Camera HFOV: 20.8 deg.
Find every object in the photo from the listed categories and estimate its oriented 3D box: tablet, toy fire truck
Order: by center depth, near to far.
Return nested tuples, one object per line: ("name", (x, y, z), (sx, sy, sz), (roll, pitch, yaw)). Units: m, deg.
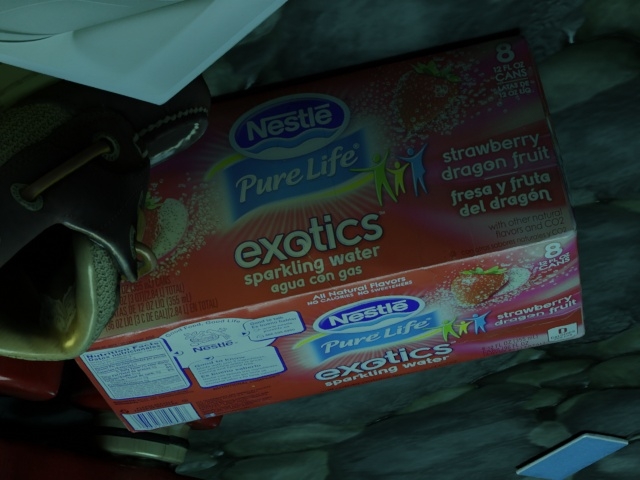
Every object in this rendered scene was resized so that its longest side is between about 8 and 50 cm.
("toy fire truck", (-0.213, 0.148, 1.106), (0.302, 0.169, 0.254), (17, 166, -40))
("tablet", (0.206, 0.177, 1.431), (0.054, 0.006, 0.083), (13, 144, -37))

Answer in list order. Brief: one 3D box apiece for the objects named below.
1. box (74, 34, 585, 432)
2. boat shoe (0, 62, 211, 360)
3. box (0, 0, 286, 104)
("box", (0.000, 0.000, 0.902), (0.257, 0.122, 0.128), (-13, 153, 5))
("boat shoe", (-0.132, -0.004, 0.709), (0.123, 0.123, 0.342), (-32, 179, 25))
("box", (-0.075, -0.180, 0.541), (0.231, 0.127, 0.262), (13, 146, -40))
